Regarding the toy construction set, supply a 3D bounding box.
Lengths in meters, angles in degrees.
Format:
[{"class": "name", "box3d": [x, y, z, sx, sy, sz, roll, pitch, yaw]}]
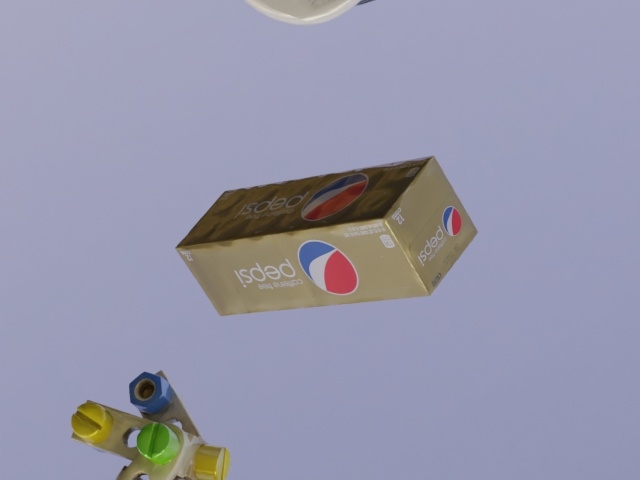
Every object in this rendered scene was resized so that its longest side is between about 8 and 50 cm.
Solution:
[{"class": "toy construction set", "box3d": [-0.080, 0.246, 1.360, 0.327, 0.151, 0.215, 24, -104, 40]}]

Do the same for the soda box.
[{"class": "soda box", "box3d": [0.000, 0.000, 1.066, 0.181, 0.058, 0.061, -9, -148, 45]}]

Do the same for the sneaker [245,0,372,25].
[{"class": "sneaker", "box3d": [0.049, -0.228, 0.815, 0.296, 0.104, 0.147, -58, -178, 3]}]
